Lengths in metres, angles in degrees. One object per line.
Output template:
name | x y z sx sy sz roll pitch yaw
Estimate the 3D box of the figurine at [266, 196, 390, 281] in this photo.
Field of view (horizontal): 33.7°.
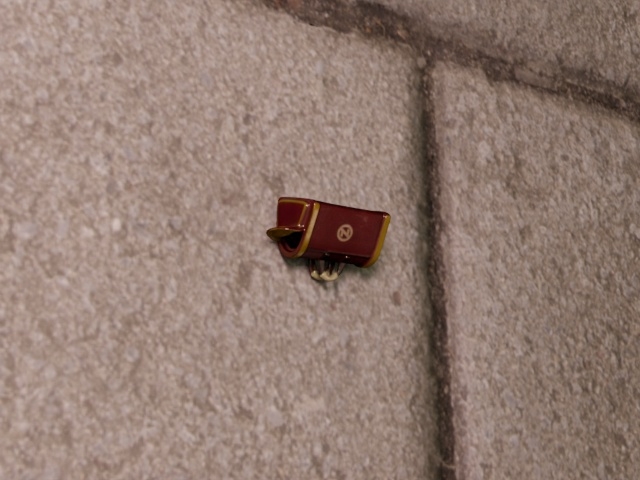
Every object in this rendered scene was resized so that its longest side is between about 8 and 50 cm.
figurine | 0.000 0.000 1.280 0.154 0.082 0.098 6 93 -34
